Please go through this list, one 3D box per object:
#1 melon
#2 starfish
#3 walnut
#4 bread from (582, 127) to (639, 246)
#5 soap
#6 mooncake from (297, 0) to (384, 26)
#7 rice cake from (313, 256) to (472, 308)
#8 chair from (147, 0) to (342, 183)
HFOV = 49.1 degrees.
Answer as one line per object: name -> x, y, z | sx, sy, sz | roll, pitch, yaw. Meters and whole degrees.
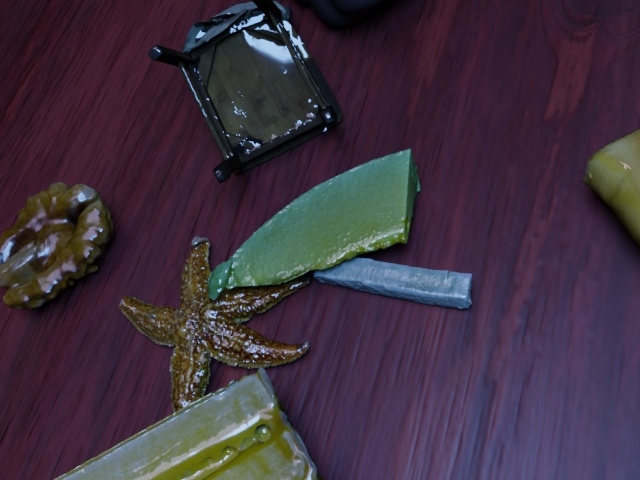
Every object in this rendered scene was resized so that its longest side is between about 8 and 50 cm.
melon -> -0.001, 0.000, 0.747 | 0.262, 0.053, 0.114 | -27, 52, 2
starfish -> -0.120, 0.096, 0.758 | 0.228, 0.043, 0.240 | -9, 63, 18
walnut -> -0.330, 0.007, 0.870 | 0.170, 0.069, 0.143 | -42, 58, -3
bread -> 0.334, -0.036, 0.628 | 0.134, 0.085, 0.173 | -26, 55, 2
soap -> -0.139, 0.273, 0.606 | 0.315, 0.091, 0.199 | -30, 51, -8
mooncake -> -0.005, -0.413, 0.840 | 0.154, 0.306, 0.306 | -42, 56, -3
rice cake -> 0.073, 0.040, 0.720 | 0.171, 0.029, 0.033 | 8, 62, 25
chair -> -0.080, -0.194, 0.852 | 0.160, 0.319, 0.186 | -28, 101, 7
